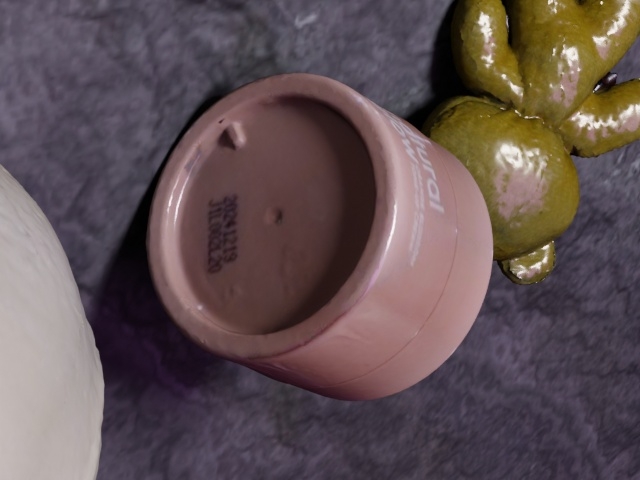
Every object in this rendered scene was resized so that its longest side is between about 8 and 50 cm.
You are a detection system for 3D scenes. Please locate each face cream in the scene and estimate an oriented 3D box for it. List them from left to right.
[{"bbox_3d":[0.000,0.000,0.997,0.104,0.149,0.149,27,95,-55],"label":"face cream"}]

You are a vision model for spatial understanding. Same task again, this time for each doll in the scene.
[{"bbox_3d":[0.123,-0.087,1.140,0.137,0.097,0.209,30,84,-18],"label":"doll"}]

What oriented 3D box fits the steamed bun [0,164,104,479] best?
[{"bbox_3d":[-0.222,0.055,0.668,0.283,0.283,0.177,-48,129,-13],"label":"steamed bun"}]
